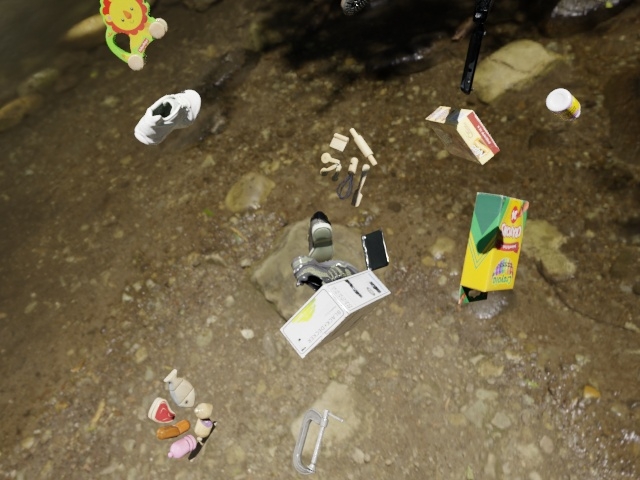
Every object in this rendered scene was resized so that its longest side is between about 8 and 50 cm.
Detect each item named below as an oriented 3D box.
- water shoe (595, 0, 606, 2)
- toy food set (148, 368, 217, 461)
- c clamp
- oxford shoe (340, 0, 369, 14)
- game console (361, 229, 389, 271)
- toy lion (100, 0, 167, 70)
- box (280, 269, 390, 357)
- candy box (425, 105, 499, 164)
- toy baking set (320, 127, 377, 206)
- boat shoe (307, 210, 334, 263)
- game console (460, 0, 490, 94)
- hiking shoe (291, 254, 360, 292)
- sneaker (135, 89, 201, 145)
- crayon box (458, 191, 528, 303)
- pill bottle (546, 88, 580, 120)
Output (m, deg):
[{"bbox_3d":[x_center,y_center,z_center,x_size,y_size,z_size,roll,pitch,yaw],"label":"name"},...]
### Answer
[{"bbox_3d":[0.752,-0.759,1.429,0.073,0.080,0.203,-28,68,-30],"label":"water shoe"},{"bbox_3d":[-0.163,0.219,0.608,0.019,0.122,0.078,10,52,35],"label":"toy food set"},{"bbox_3d":[-0.016,0.441,1.114,0.137,0.022,0.161,15,86,59],"label":"c clamp"},{"bbox_3d":[0.116,-0.763,1.486,0.096,0.083,0.227,29,87,36],"label":"oxford shoe"},{"bbox_3d":[0.175,0.041,1.641,0.071,0.107,0.122,-10,73,3],"label":"game console"},{"bbox_3d":[-0.289,-0.324,0.765,0.100,0.096,0.034,-45,26,23],"label":"toy lion"},{"bbox_3d":[0.046,0.171,1.254,0.087,0.290,0.169,49,113,14],"label":"box"},{"bbox_3d":[0.523,-0.400,1.902,0.087,0.183,0.316,-39,18,6],"label":"candy box"},{"bbox_3d":[0.100,-0.248,1.723,0.197,0.030,0.256,-47,64,25],"label":"toy baking set"},{"bbox_3d":[0.000,0.000,1.581,0.081,0.228,0.069,-6,56,-8],"label":"boat shoe"},{"bbox_3d":[0.460,-0.609,1.461,0.044,0.361,0.213,15,43,15],"label":"game console"},{"bbox_3d":[0.020,0.120,1.538,0.226,0.086,0.114,9,50,-21],"label":"hiking shoe"},{"bbox_3d":[-0.239,-0.213,0.834,0.053,0.061,0.152,38,45,-6],"label":"sneaker"},{"bbox_3d":[0.500,0.031,1.462,0.081,0.202,0.319,14,98,41],"label":"crayon box"},{"bbox_3d":[0.456,-0.250,0.948,0.043,0.083,0.043,-7,79,42],"label":"pill bottle"}]
